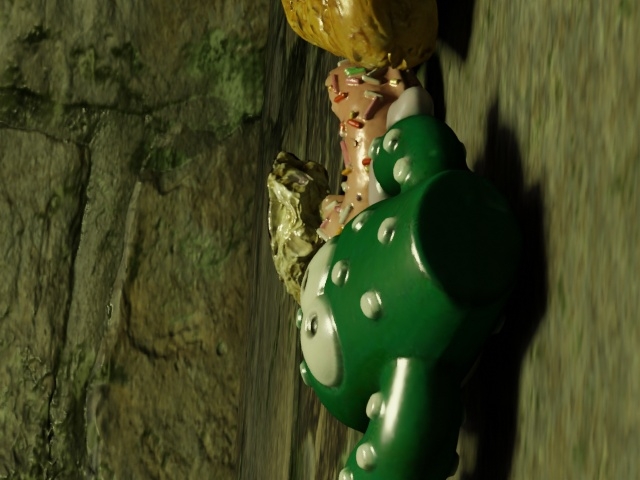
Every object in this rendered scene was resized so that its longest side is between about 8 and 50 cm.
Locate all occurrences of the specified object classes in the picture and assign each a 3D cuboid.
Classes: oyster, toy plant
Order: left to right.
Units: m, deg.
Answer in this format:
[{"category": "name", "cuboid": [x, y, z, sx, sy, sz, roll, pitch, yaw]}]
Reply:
[{"category": "oyster", "cuboid": [0.000, 0.000, 1.470, 0.163, 0.081, 0.191, -19, -80, -72]}, {"category": "toy plant", "cuboid": [0.047, 0.043, 0.878, 0.233, 0.112, 0.243, -97, 20, -52]}]

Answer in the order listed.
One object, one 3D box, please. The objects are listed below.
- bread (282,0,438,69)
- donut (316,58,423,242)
[{"category": "bread", "cuboid": [0.022, -0.189, 1.068, 0.211, 0.083, 0.114, -138, 42, -72]}, {"category": "donut", "cuboid": [0.042, -0.059, 1.088, 0.117, 0.065, 0.166, -168, 74, -71]}]
